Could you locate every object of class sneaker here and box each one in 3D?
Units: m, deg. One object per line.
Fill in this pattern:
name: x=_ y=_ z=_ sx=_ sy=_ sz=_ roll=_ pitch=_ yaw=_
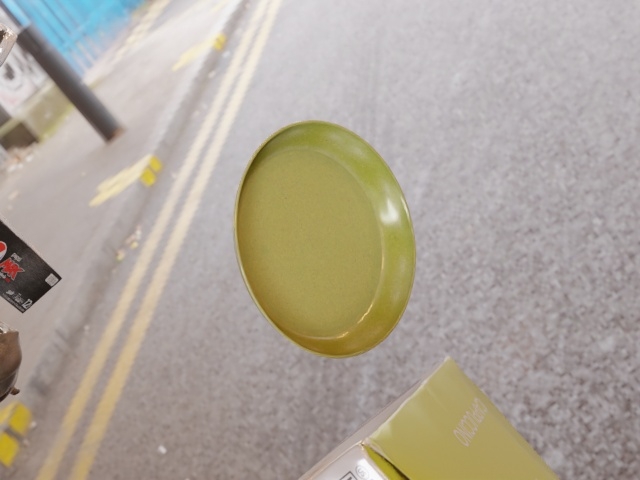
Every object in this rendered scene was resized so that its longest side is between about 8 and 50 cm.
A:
sneaker: x=-0.514 y=-0.306 z=1.597 sx=0.079 sy=0.121 sz=0.217 roll=-62 pitch=25 yaw=-6

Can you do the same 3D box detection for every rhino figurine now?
rhino figurine: x=-0.360 y=0.143 z=1.158 sx=0.106 sy=0.073 sz=0.243 roll=-37 pitch=-5 yaw=-22

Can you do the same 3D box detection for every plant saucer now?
plant saucer: x=0.000 y=0.000 z=1.113 sx=0.037 sy=0.241 sz=0.241 roll=-13 pitch=31 yaw=47

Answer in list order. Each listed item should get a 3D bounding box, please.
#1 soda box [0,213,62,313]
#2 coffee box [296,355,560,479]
soda box: x=-0.303 y=0.005 z=1.012 sx=0.053 sy=0.060 sz=0.169 roll=-42 pitch=-24 yaw=-9
coffee box: x=0.063 y=0.335 z=0.835 sx=0.334 sy=0.338 sz=0.337 roll=-43 pitch=-8 yaw=15
